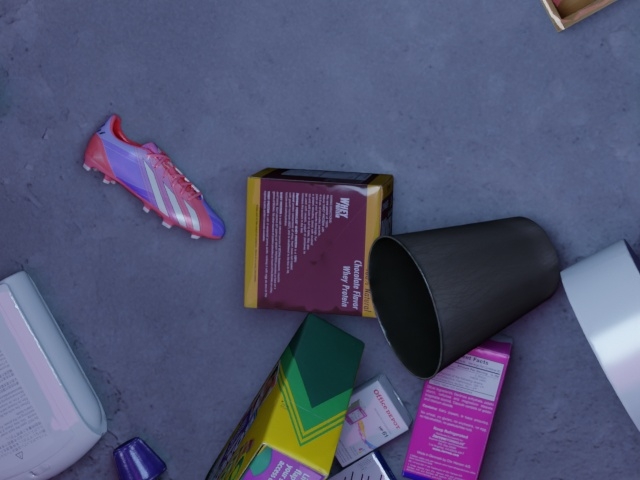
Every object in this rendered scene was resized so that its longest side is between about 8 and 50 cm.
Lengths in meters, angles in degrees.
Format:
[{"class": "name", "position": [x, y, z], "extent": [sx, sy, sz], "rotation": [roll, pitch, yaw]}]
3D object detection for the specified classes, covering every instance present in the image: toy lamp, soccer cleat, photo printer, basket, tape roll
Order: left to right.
[{"class": "photo printer", "position": [-0.493, 0.234, 2.037], "extent": [0.256, 0.107, 0.307], "rotation": [-28, 94, 14]}, {"class": "soccer cleat", "position": [-0.239, -0.090, 1.953], "extent": [0.248, 0.083, 0.095], "rotation": [33, 99, 7]}, {"class": "toy lamp", "position": [-0.236, 0.434, 2.038], "extent": [0.080, 0.080, 0.275], "rotation": [-30, 93, 14]}, {"class": "basket", "position": [0.205, 0.060, 1.808], "extent": [0.227, 0.154, 0.204], "rotation": [-18, 95, -28]}, {"class": "tape roll", "position": [0.433, 0.143, 1.758], "extent": [0.100, 0.286, 0.286], "rotation": [-29, 93, 13]}]

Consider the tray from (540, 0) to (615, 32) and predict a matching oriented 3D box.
[{"class": "tray", "position": [0.456, -0.470, 1.761], "extent": [0.411, 0.076, 0.203], "rotation": [-28, 93, 13]}]

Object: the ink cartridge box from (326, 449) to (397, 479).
[{"class": "ink cartridge box", "position": [0.023, 0.410, 1.970], "extent": [0.207, 0.046, 0.097], "rotation": [-34, 79, 9]}]

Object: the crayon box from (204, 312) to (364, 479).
[{"class": "crayon box", "position": [-0.085, 0.328, 1.822], "extent": [0.106, 0.313, 0.363], "rotation": [29, 119, -3]}]

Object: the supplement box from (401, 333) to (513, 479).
[{"class": "supplement box", "position": [0.201, 0.242, 1.906], "extent": [0.114, 0.111, 0.220], "rotation": [16, 101, 8]}]

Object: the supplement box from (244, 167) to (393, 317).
[{"class": "supplement box", "position": [0.000, 0.000, 1.894], "extent": [0.194, 0.129, 0.191], "rotation": [4, 100, 10]}]

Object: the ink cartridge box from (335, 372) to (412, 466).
[{"class": "ink cartridge box", "position": [0.064, 0.269, 1.967], "extent": [0.122, 0.052, 0.088], "rotation": [-33, 91, 13]}]
